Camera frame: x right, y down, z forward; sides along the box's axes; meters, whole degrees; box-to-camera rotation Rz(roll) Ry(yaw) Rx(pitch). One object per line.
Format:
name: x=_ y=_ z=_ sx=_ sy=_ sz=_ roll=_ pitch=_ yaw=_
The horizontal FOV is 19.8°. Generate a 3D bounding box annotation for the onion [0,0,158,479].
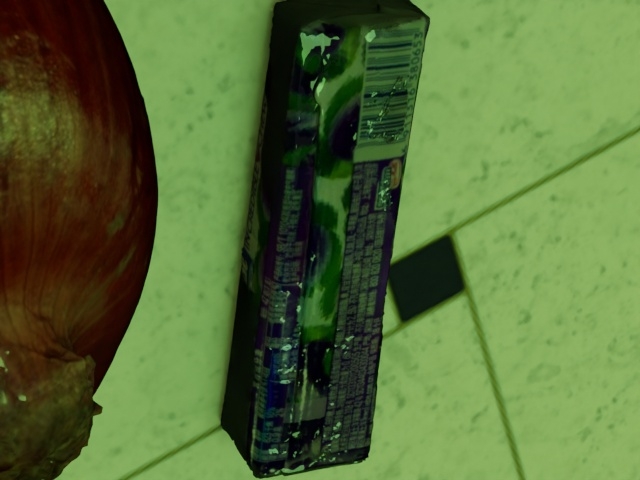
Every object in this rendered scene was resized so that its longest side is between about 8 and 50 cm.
onion: x=-0.225 y=-0.017 z=0.834 sx=0.341 sy=0.341 sz=0.341 roll=-14 pitch=123 yaw=-22

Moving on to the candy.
candy: x=0.000 y=0.000 z=1.116 sx=0.088 sy=0.061 sz=0.312 roll=-6 pitch=119 yaw=-25
